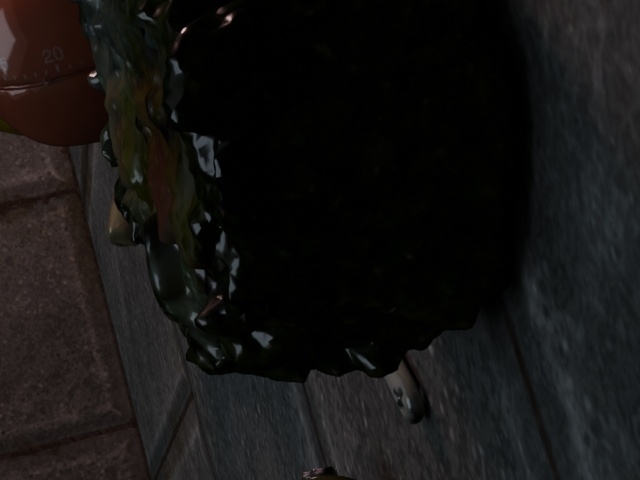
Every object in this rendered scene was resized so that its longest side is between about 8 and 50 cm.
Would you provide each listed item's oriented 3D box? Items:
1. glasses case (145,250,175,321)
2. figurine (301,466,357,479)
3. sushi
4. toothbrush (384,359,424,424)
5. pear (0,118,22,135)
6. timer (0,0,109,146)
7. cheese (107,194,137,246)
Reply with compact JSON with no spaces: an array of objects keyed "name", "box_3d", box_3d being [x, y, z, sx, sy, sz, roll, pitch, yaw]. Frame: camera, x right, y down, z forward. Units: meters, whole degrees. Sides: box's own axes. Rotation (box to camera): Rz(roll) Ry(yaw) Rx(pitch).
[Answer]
[{"name":"glasses case","box_3d":[-0.151,0.007,1.739,0.314,0.075,0.122,120,141,-72]},{"name":"figurine","box_3d":[0.040,0.237,1.157,0.250,0.166,0.141,-20,44,53]},{"name":"sushi","box_3d":[-0.033,-0.074,0.910,0.352,0.178,0.294,-124,25,-53]},{"name":"toothbrush","box_3d":[-0.004,0.001,1.194,0.386,0.040,0.040,-117,19,-46]},{"name":"pear","box_3d":[-0.346,-0.259,1.907,0.281,0.280,0.281,167,90,-77]},{"name":"timer","box_3d":[-0.248,-0.215,1.603,0.229,0.229,0.215,-130,26,-63]},{"name":"cheese","box_3d":[-0.207,-0.087,1.804,0.065,0.043,0.194,156,126,-79]}]
